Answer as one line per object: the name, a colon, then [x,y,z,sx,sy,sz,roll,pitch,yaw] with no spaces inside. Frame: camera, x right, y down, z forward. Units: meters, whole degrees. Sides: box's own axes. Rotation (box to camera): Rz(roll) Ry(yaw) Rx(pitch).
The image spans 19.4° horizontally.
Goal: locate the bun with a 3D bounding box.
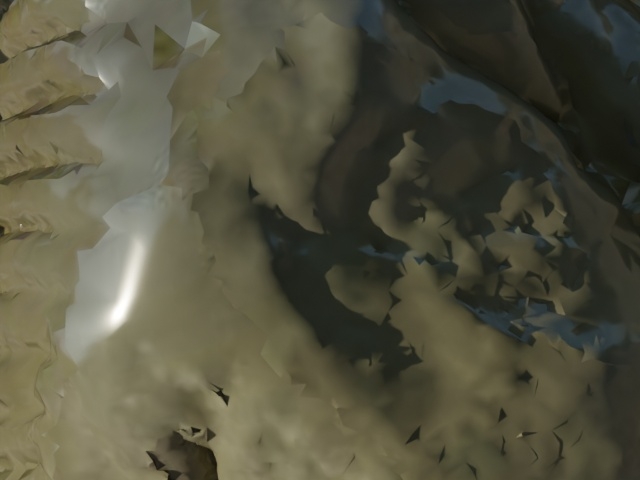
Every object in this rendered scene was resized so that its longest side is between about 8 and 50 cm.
bun: [0.000,0.015,0.487,0.281,0.205,0.281,-171,90,-67]
